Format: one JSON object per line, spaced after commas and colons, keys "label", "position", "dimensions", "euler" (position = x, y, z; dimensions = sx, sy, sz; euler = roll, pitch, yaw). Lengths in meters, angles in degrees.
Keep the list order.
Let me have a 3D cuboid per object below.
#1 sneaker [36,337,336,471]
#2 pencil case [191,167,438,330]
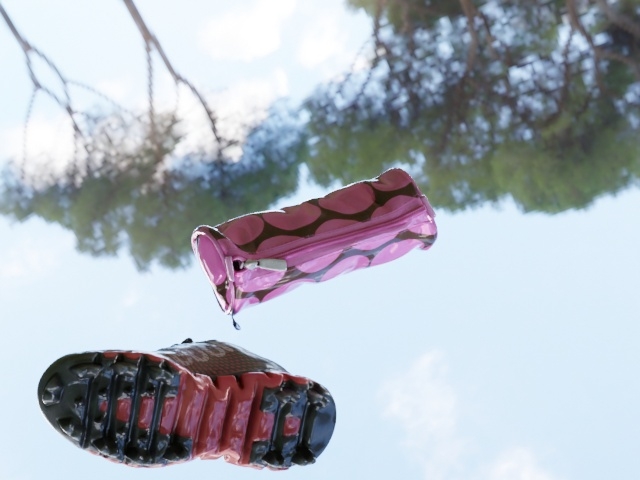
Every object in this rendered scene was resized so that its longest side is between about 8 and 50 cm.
{"label": "sneaker", "position": [-0.126, 0.139, 1.051], "dimensions": [0.276, 0.097, 0.135], "euler": [11, -172, -33]}
{"label": "pencil case", "position": [0.000, 0.000, 1.033], "dimensions": [0.209, 0.095, 0.098], "euler": [-20, 173, -19]}
